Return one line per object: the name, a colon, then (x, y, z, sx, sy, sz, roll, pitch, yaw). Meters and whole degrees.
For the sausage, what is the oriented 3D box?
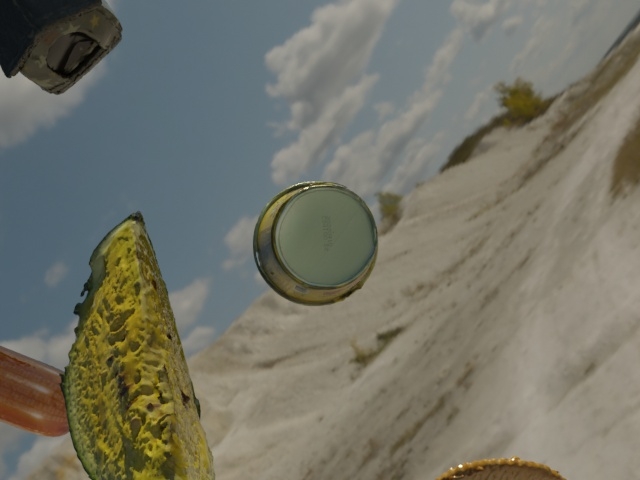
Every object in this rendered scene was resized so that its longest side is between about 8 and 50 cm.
sausage: (-0.432, 0.176, 1.172, 0.093, 0.312, 0.093, 20, -90, -89)

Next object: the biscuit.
biscuit: (0.278, 0.427, 1.437, 0.254, 0.254, 0.035, -57, 18, 32)

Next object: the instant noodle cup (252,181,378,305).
instant noodle cup: (0.000, 0.000, 1.240, 0.182, 0.182, 0.144, -52, 2, -6)

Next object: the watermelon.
watermelon: (-0.147, 0.111, 0.764, 0.123, 0.301, 0.129, 4, -47, -25)

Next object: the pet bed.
pet bed: (-0.422, -0.349, 1.346, 0.183, 0.211, 0.159, -38, -17, 6)
